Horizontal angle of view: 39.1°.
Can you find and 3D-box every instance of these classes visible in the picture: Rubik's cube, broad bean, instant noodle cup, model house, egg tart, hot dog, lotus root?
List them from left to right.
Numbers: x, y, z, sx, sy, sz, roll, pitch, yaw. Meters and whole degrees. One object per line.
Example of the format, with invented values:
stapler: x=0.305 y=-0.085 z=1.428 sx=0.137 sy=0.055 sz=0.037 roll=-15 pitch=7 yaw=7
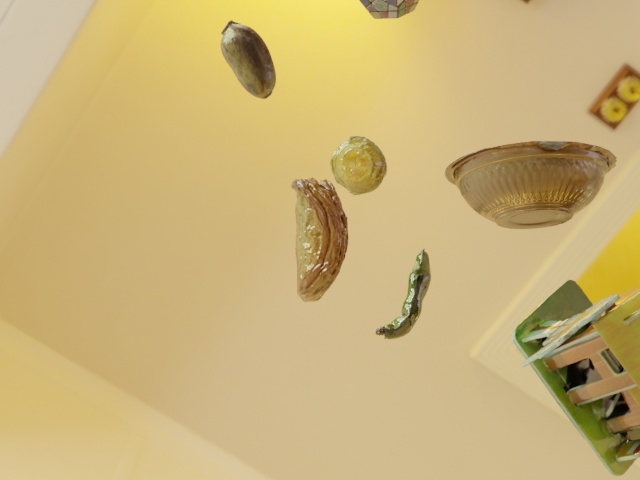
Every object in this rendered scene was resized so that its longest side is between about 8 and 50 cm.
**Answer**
lotus root: x=-0.149 y=-0.384 z=1.902 sx=0.179 sy=0.089 sz=0.080 roll=59 pitch=152 yaw=-6
hot dog: x=0.003 y=-0.002 z=1.850 sx=0.114 sy=0.258 sz=0.175 roll=-4 pitch=-176 yaw=-5
egg tart: x=0.066 y=-0.131 z=1.570 sx=0.105 sy=0.105 sz=0.039 roll=39 pitch=-171 yaw=6
Rubik's cube: x=0.105 y=-0.393 z=1.380 sx=0.111 sy=0.111 sz=0.093 roll=35 pitch=-179 yaw=-6
broad bean: x=0.172 y=0.110 z=1.706 sx=0.061 sy=0.195 sz=0.046 roll=38 pitch=161 yaw=-19
instant noodle cup: x=0.338 y=-0.075 z=1.443 sx=0.274 sy=0.274 sz=0.090 roll=16 pitch=-112 yaw=-51
model house: x=0.488 y=0.201 z=1.393 sx=0.340 sy=0.323 sz=0.300 roll=-33 pitch=-95 yaw=-36
